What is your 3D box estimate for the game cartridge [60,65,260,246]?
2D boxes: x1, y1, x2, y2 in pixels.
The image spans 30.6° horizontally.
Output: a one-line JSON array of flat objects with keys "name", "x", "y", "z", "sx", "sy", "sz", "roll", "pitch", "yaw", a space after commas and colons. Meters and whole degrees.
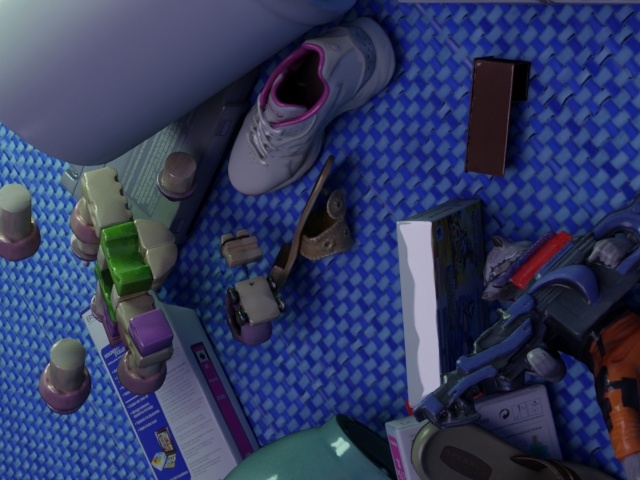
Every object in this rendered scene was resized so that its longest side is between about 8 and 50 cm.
[{"name": "game cartridge", "x": -0.230, "y": -0.156, "z": 1.642, "sx": 0.230, "sy": 0.068, "sz": 0.355, "roll": 41, "pitch": 122, "yaw": 20}]

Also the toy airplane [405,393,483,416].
[{"name": "toy airplane", "x": 0.162, "y": 0.215, "z": 1.428, "sx": 0.151, "sy": 0.028, "sz": 0.151, "roll": 8, "pitch": 102, "yaw": 37}]

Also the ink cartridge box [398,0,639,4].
[{"name": "ink cartridge box", "x": 0.245, "y": -0.292, "z": 1.141, "sx": 0.283, "sy": 0.207, "sz": 0.117, "roll": 9, "pitch": 107, "yaw": 36}]

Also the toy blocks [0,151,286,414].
[{"name": "toy blocks", "x": -0.255, "y": 0.069, "z": 1.562, "sx": 0.260, "sy": 0.309, "sz": 0.288, "roll": 116, "pitch": 135, "yaw": -61}]

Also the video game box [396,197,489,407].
[{"name": "video game box", "x": 0.142, "y": 0.065, "z": 1.310, "sx": 0.048, "sy": 0.187, "sz": 0.205, "roll": -1, "pitch": 100, "yaw": 22}]

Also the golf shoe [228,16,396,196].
[{"name": "golf shoe", "x": -0.043, "y": -0.159, "z": 1.442, "sx": 0.115, "sy": 0.140, "sz": 0.306, "roll": 54, "pitch": 128, "yaw": 14}]

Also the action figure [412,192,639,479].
[{"name": "action figure", "x": 0.266, "y": 0.135, "z": 1.217, "sx": 0.341, "sy": 0.178, "sz": 0.330, "roll": -35, "pitch": 64, "yaw": -7}]

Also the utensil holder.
[{"name": "utensil holder", "x": -0.203, "y": -0.308, "z": 1.367, "sx": 0.385, "sy": 0.327, "sz": 0.327, "roll": -30, "pitch": 81, "yaw": 27}]

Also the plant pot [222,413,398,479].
[{"name": "plant pot", "x": 0.025, "y": 0.338, "z": 1.429, "sx": 0.293, "sy": 0.293, "sz": 0.196, "roll": 41, "pitch": 95, "yaw": 25}]

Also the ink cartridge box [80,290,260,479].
[{"name": "ink cartridge box", "x": -0.211, "y": 0.230, "z": 1.702, "sx": 0.176, "sy": 0.069, "sz": 0.371, "roll": -33, "pitch": 82, "yaw": 39}]

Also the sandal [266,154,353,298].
[{"name": "sandal", "x": 0.002, "y": -0.004, "z": 1.496, "sx": 0.079, "sy": 0.088, "sz": 0.240, "roll": 26, "pitch": 127, "yaw": -3}]

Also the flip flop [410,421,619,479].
[{"name": "flip flop", "x": 0.229, "y": 0.272, "z": 1.269, "sx": 0.277, "sy": 0.080, "sz": 0.112, "roll": 28, "pitch": 82, "yaw": -10}]

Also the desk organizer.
[{"name": "desk organizer", "x": 0.199, "y": -0.139, "z": 1.313, "sx": 0.050, "sy": 0.047, "sz": 0.130, "roll": 13, "pitch": 107, "yaw": 33}]

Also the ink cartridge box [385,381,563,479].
[{"name": "ink cartridge box", "x": 0.199, "y": 0.335, "z": 1.331, "sx": 0.065, "sy": 0.186, "sz": 0.311, "roll": 163, "pitch": 93, "yaw": -77}]
